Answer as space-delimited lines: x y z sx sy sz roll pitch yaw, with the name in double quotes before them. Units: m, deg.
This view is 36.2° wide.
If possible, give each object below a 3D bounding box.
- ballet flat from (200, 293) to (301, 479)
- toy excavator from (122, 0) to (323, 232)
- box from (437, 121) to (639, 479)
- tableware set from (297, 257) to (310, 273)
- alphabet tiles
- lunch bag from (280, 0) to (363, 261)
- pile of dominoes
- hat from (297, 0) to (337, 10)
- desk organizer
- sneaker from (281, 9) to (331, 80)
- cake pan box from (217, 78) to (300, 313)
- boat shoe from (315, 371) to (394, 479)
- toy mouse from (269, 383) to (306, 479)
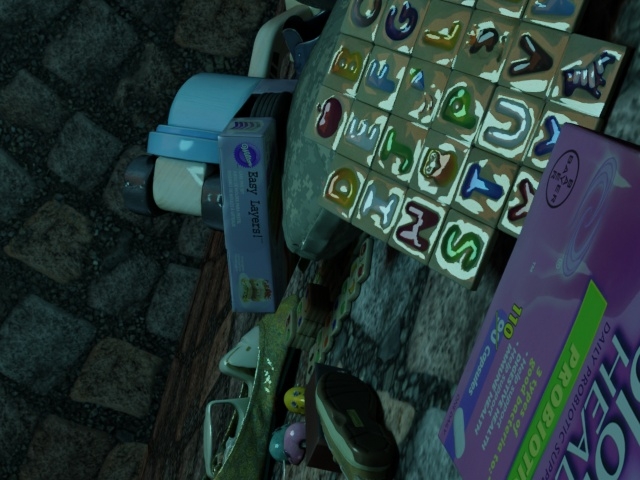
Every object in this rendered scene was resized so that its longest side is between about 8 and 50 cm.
"ballet flat" -0.111 0.236 1.492 0.123 0.123 0.349 142 142 -68
"toy excavator" -0.120 -0.246 1.769 0.433 0.222 0.445 -2 -77 -61
"box" 0.176 0.075 0.492 0.243 0.117 0.214 -118 46 -71
"tableware set" 0.000 0.000 1.439 0.104 0.024 0.154 -64 -2 7
"alphabet tiles" 0.111 -0.128 0.892 0.342 0.011 0.285 31 106 48
"lunch bag" 0.050 -0.136 1.163 0.235 0.168 0.287 121 165 -48
"pile of dominoes" 0.009 0.055 1.380 0.196 0.040 0.251 -92 22 -54
"hat" 0.038 -0.375 1.275 0.331 0.331 0.134 -94 3 -57
"desk organizer" 0.009 0.211 1.175 0.130 0.047 0.050 -93 21 -56
"sneaker" -0.009 -0.289 1.638 0.131 0.148 0.350 -98 27 -60
"cake pan box" -0.072 -0.072 1.346 0.246 0.070 0.267 -70 -20 -64
"boat shoe" 0.029 0.211 1.064 0.190 0.068 0.072 -110 27 -68
"toy mouse" -0.044 0.272 1.352 0.161 0.031 0.143 173 112 -76
